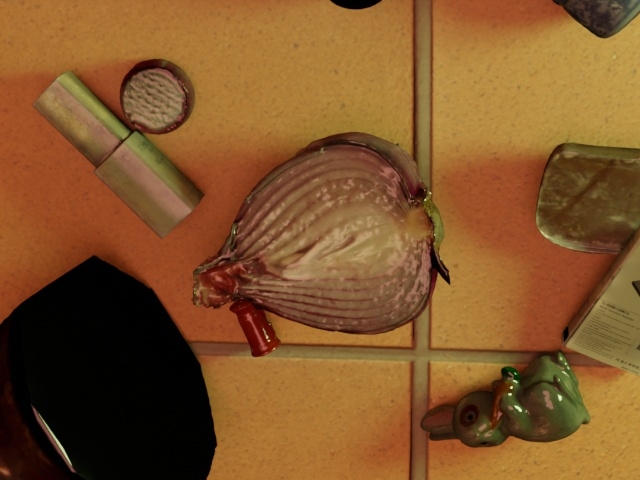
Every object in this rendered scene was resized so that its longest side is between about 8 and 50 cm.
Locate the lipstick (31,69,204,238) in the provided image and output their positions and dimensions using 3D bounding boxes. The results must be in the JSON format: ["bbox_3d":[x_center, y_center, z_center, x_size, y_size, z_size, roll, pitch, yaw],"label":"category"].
[{"bbox_3d":[-0.275,-0.119,1.731,0.077,0.079,0.253,-41,101,18],"label":"lipstick"}]

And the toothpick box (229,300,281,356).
[{"bbox_3d":[-0.093,0.120,1.811,0.047,0.047,0.083,-22,104,12],"label":"toothpick box"}]

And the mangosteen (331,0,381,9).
[{"bbox_3d":[0.058,-0.362,1.608,0.151,0.137,0.137,-8,111,-28],"label":"mangosteen"}]

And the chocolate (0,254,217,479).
[{"bbox_3d":[-0.374,0.265,1.752,0.331,0.383,0.383,-27,104,27],"label":"chocolate"}]

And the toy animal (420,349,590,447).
[{"bbox_3d":[0.257,0.251,1.790,0.236,0.108,0.138,-32,103,15],"label":"toy animal"}]

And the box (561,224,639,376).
[{"bbox_3d":[0.440,0.074,1.713,0.129,0.033,0.247,23,125,-9],"label":"box"}]

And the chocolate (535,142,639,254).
[{"bbox_3d":[0.414,-0.062,1.688,0.254,0.080,0.157,7,126,2],"label":"chocolate"}]

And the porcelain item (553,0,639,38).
[{"bbox_3d":[0.352,-0.337,1.567,0.114,0.147,0.147,37,107,-8],"label":"porcelain item"}]

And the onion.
[{"bbox_3d":[0.000,0.000,1.709,0.349,0.159,0.267,-13,95,17],"label":"onion"}]

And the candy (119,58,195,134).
[{"bbox_3d":[-0.221,-0.194,1.721,0.103,0.043,0.103,1,108,4],"label":"candy"}]
